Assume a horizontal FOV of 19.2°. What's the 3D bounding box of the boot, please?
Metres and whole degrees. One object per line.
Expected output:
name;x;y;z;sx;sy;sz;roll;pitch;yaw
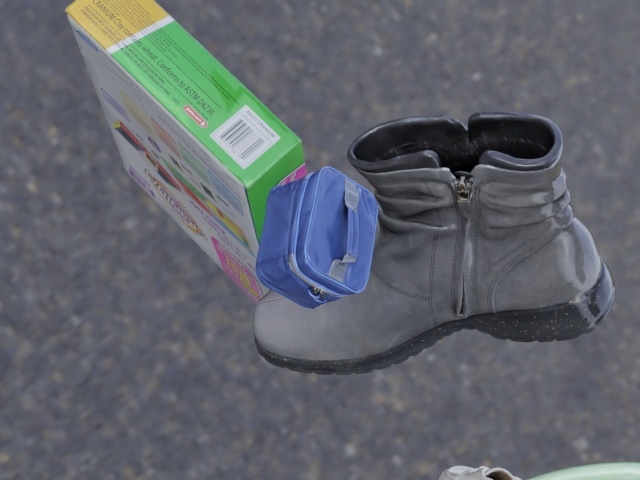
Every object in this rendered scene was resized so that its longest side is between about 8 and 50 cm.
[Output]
boot;0.066;-0.008;1.598;0.118;0.338;0.223;-83;152;-43

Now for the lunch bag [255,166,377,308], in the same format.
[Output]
lunch bag;0.000;0.000;1.372;0.067;0.065;0.098;28;56;-34

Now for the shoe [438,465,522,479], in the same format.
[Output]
shoe;0.184;0.242;1.747;0.076;0.219;0.058;7;99;-32

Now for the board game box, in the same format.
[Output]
board game box;-0.107;-0.076;1.732;0.242;0.064;0.316;44;-14;20

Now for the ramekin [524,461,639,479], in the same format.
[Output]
ramekin;0.172;0.269;0.999;0.303;0.303;0.148;65;13;14
